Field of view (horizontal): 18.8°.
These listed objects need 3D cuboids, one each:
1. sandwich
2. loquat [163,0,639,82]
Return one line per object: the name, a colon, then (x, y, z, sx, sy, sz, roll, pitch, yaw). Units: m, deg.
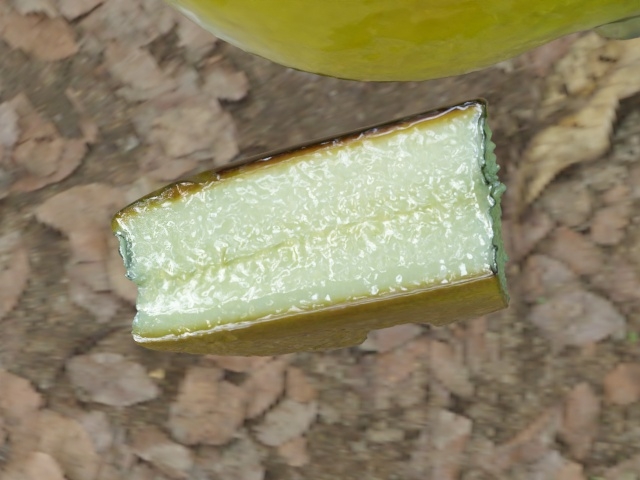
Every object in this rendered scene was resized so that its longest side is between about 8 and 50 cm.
sandwich: (0.000, 0.000, 1.188, 0.235, 0.128, 0.122, -12, 77, 5)
loquat: (0.015, -0.114, 0.470, 0.195, 0.152, 0.152, 26, 80, -11)
